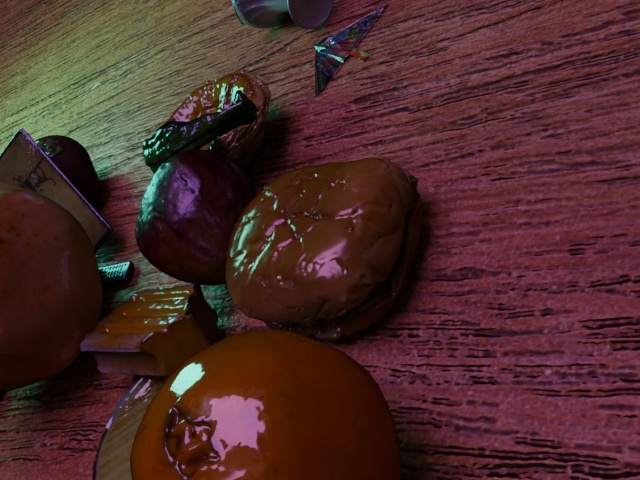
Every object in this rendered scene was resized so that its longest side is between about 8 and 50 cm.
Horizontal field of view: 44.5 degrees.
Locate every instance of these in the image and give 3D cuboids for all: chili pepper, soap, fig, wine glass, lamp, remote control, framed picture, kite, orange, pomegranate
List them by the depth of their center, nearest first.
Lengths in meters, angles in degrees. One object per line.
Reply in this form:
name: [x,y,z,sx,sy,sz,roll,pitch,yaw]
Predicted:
orange: [-0.058,0.252,0.876,0.312,0.312,0.312,-24,44,26]
soap: [-0.262,0.144,1.267,0.257,0.080,0.160,-7,32,47]
fig: [-0.200,-0.036,1.319,0.224,0.224,0.263,-47,38,0]
chili pepper: [-0.219,-0.188,1.377,0.253,0.083,0.099,-22,21,29]
pomegranate: [-0.587,0.084,1.440,0.411,0.411,0.411,-24,44,26]
kite: [0.046,-0.387,1.546,0.241,0.014,0.183,-49,40,-5]
remote control: [-0.438,0.073,1.584,0.153,0.027,0.043,-11,47,34]
wine glass: [-0.081,-0.525,1.669,0.196,0.165,0.165,28,78,46]
framed picture: [-0.618,-0.041,1.676,0.339,0.014,0.255,45,103,18]
lamp: [-0.608,-0.142,1.796,0.180,0.180,0.258,-44,41,3]

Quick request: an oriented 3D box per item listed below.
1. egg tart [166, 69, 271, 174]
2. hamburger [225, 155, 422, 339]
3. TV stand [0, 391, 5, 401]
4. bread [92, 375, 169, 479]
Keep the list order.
egg tart: [-0.200,-0.202,1.532,0.295,0.116,0.294,-24,46,28]
hamburger: [0.000,0.000,1.147,0.319,0.158,0.318,-23,44,23]
TV stand: [-0.751,0.315,1.648,0.256,0.040,0.049,-10,52,37]
bread: [-0.224,0.300,1.183,0.301,0.045,0.301,-23,45,26]
